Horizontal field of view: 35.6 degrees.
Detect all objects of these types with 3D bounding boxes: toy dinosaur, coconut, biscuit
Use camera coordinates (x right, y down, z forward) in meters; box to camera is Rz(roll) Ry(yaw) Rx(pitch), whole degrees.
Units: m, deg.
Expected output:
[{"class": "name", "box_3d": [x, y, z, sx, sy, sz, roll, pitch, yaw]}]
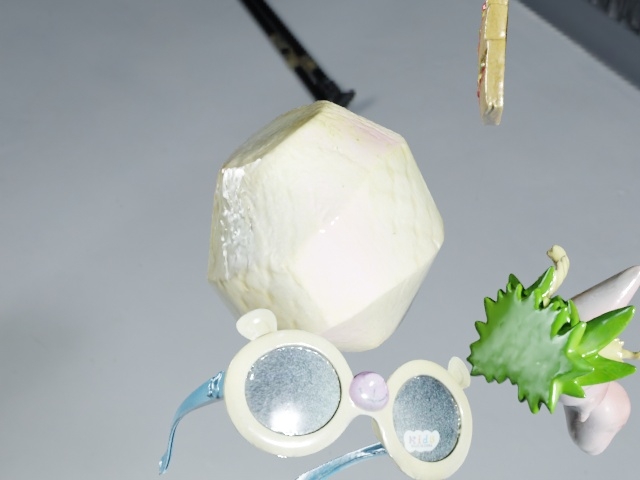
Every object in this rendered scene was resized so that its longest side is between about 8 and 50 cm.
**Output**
[{"class": "toy dinosaur", "box_3d": [0.247, 0.110, 0.907, 0.177, 0.194, 0.152, 8, 4, -39]}, {"class": "coconut", "box_3d": [0.000, 0.000, 1.008, 0.259, 0.259, 0.259, -1, 52, 2]}, {"class": "biscuit", "box_3d": [0.228, -0.237, 1.333, 0.041, 0.212, 0.238, 5, 37, 9]}]

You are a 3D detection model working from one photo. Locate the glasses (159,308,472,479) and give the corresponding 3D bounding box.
[{"class": "glasses", "box_3d": [-0.015, 0.156, 0.715, 0.190, 0.220, 0.088, 16, 47, -24]}]
